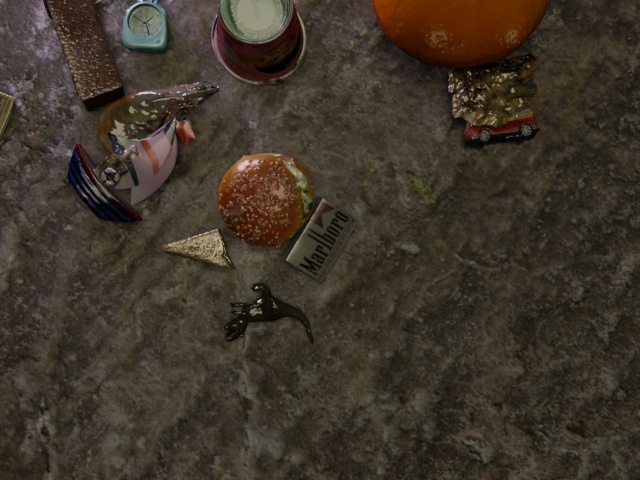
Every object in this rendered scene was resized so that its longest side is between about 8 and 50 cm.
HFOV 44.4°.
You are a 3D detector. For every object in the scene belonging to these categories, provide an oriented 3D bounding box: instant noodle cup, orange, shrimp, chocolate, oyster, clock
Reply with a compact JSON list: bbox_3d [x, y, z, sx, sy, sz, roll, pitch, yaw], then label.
[{"bbox_3d":[-0.146,-0.498,1.805,0.244,0.255,0.243,0,89,-2],"label":"instant noodle cup"},{"bbox_3d":[0.319,-0.601,1.767,0.424,0.326,0.423,-1,69,2],"label":"orange"},{"bbox_3d":[-0.382,-0.289,1.885,0.317,0.062,0.164,-20,95,1],"label":"shrimp"},{"bbox_3d":[-0.566,-0.480,1.868,0.112,0.112,0.321,-20,87,-11],"label":"chocolate"},{"bbox_3d":[0.411,-0.366,1.865,0.214,0.083,0.222,4,64,4],"label":"oyster"},{"bbox_3d":[-0.421,-0.531,1.902,0.108,0.045,0.147,3,86,-2],"label":"clock"}]

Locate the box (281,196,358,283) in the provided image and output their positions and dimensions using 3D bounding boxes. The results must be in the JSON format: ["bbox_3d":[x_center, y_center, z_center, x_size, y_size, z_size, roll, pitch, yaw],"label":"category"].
[{"bbox_3d":[0.000,0.000,1.869,0.115,0.036,0.177,31,86,-21],"label":"box"}]

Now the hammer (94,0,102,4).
[{"bbox_3d":[-0.505,-0.606,1.918,0.110,0.019,0.035,-31,88,-1],"label":"hammer"}]

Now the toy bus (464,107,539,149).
[{"bbox_3d":[0.432,-0.271,1.897,0.174,0.079,0.077,-7,78,-1],"label":"toy bus"}]

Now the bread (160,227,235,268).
[{"bbox_3d":[-0.290,0.038,1.856,0.152,0.077,0.105,-17,86,-1],"label":"bread"}]

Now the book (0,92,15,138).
[{"bbox_3d":[-0.853,-0.300,1.893,0.192,0.013,0.167,21,87,0],"label":"book"}]

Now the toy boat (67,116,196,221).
[{"bbox_3d":[-0.435,-0.158,1.858,0.318,0.072,0.219,-14,100,-1],"label":"toy boat"}]

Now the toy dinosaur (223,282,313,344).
[{"bbox_3d":[-0.130,0.196,1.882,0.187,0.087,0.179,-25,125,12],"label":"toy dinosaur"}]

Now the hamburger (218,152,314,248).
[{"bbox_3d":[-0.129,-0.098,1.834,0.237,0.147,0.236,0,88,1],"label":"hamburger"}]
